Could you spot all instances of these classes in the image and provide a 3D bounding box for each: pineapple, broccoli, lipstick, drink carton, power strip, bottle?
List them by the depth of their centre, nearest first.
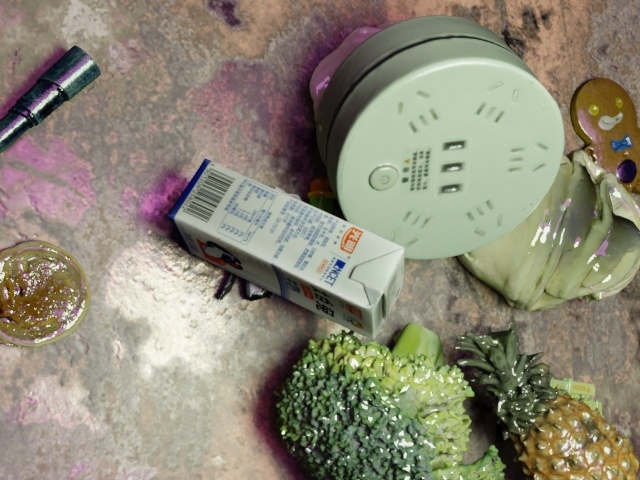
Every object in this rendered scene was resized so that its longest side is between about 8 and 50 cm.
[{"bbox_3d":[-0.406,-0.174,1.186,0.053,0.053,0.234,47,72,-10],"label":"lipstick"},{"bbox_3d":[-0.041,0.011,1.188,0.315,0.130,0.106,24,71,15],"label":"drink carton"},{"bbox_3d":[0.129,0.261,1.232,0.375,0.249,0.302,37,73,-8],"label":"broccoli"},{"bbox_3d":[0.181,-0.145,1.264,0.358,0.161,0.357,-7,127,-9],"label":"power strip"},{"bbox_3d":[0.319,0.259,1.300,0.340,0.169,0.169,47,67,-1],"label":"pineapple"},{"bbox_3d":[0.000,0.000,1.318,0.069,0.069,0.187,6,78,-22],"label":"bottle"}]

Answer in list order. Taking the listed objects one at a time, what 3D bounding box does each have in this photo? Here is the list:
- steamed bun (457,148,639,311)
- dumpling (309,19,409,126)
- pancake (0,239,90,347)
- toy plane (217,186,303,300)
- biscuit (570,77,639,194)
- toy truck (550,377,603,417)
[{"bbox_3d":[0.400,-0.015,1.417,0.320,0.206,0.275,-39,100,-20],"label":"steamed bun"},{"bbox_3d":[0.086,-0.252,1.362,0.250,0.132,0.162,-47,108,-4],"label":"dumpling"},{"bbox_3d":[-0.385,0.074,1.163,0.152,0.025,0.151,4,80,-24],"label":"pancake"},{"bbox_3d":[-0.075,0.017,1.291,0.078,0.053,0.197,29,76,-7],"label":"toy plane"},{"bbox_3d":[0.539,-0.186,1.595,0.180,0.039,0.236,-21,88,-23],"label":"biscuit"},{"bbox_3d":[0.390,0.277,1.434,0.169,0.077,0.100,9,81,-20],"label":"toy truck"}]
